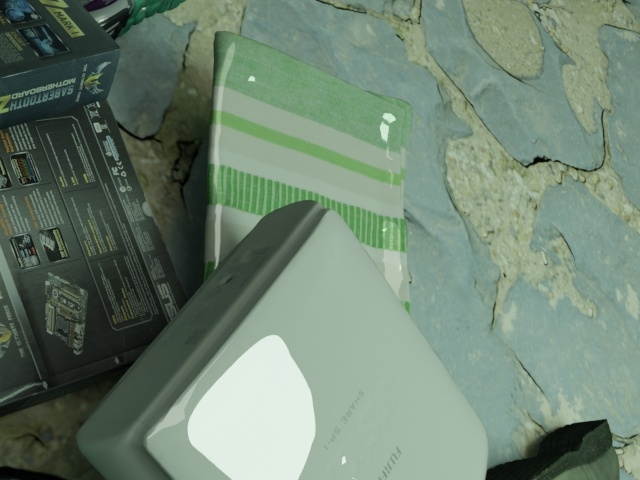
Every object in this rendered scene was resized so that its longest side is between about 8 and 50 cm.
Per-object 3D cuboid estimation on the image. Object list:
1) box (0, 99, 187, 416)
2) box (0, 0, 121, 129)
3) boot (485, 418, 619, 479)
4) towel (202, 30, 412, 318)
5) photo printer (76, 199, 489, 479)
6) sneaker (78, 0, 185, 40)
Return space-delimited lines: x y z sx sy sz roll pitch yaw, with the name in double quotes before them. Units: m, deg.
"box" -0.215 0.002 0.679 0.183 0.056 0.231 -17 80 -41
"box" -0.291 -0.178 0.662 0.233 0.059 0.183 47 46 15
"boot" 0.245 0.290 0.891 0.246 0.083 0.161 -15 84 -40
"towel" 0.000 0.000 0.802 0.248 0.038 0.325 13 73 -42
"photo printer" 0.002 0.163 0.668 0.307 0.107 0.256 56 50 -21
"sneaker" -0.178 -0.256 0.821 0.098 0.083 0.224 47 49 -4
